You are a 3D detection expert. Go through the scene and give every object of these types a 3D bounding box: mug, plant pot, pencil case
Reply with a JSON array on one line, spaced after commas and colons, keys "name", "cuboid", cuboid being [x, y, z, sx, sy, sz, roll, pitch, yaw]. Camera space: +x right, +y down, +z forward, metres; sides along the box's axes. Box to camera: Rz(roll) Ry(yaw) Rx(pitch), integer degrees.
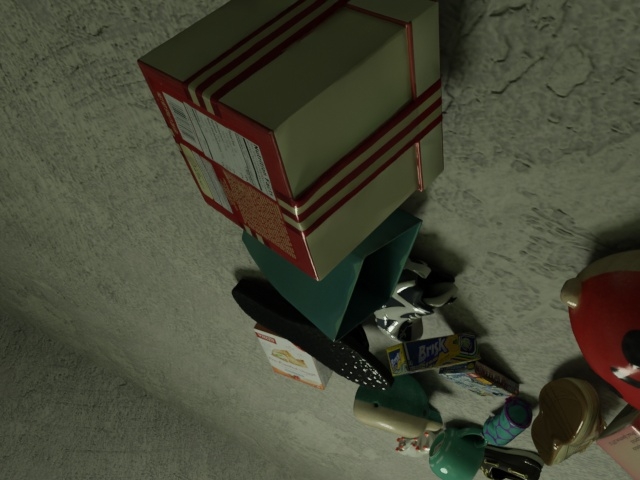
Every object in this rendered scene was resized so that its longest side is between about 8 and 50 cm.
[{"name": "mug", "cuboid": [0.337, 0.521, 1.425, 0.097, 0.158, 0.129, 32, 172, 3]}, {"name": "plant pot", "cuboid": [0.000, 0.000, 0.898, 0.234, 0.165, 0.166, 34, 127, 23]}, {"name": "pencil case", "cuboid": [0.400, 0.392, 1.234, 0.070, 0.064, 0.152, 61, 159, 28]}]

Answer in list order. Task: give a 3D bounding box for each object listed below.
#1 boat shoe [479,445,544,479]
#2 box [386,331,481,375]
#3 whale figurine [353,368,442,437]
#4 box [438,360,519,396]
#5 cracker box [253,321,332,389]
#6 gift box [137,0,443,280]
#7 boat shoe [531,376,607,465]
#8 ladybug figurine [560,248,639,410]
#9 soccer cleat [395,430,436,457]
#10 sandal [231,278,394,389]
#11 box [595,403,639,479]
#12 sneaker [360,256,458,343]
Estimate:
[{"name": "boat shoe", "cuboid": [0.442, 0.562, 1.429, 0.081, 0.069, 0.227, 44, 146, -20]}, {"name": "box", "cuboid": [0.210, 0.209, 1.058, 0.168, 0.054, 0.059, -3, 161, -28]}, {"name": "whale figurine", "cuboid": [0.194, 0.387, 1.366, 0.216, 0.141, 0.272, 5, 164, 35]}, {"name": "box", "cuboid": [0.320, 0.280, 1.153, 0.137, 0.027, 0.093, 31, 151, -27]}, {"name": "cracker box", "cuboid": [-0.065, 0.282, 1.463, 0.155, 0.067, 0.232, 14, 144, 24]}, {"name": "gift box", "cuboid": [-0.023, -0.163, 0.649, 0.276, 0.258, 0.255, 37, 156, 30]}, {"name": "boat shoe", "cuboid": [0.476, 0.335, 1.075, 0.098, 0.109, 0.302, -15, 140, -3]}, {"name": "ladybug figurine", "cuboid": [0.525, 0.160, 0.717, 0.448, 0.162, 0.305, 19, 147, 19]}, {"name": "soccer cleat", "cuboid": [0.279, 0.562, 1.578, 0.076, 0.068, 0.196, 21, 151, -13]}, {"name": "sandal", "cuboid": [-0.015, 0.178, 1.268, 0.445, 0.107, 0.168, 26, 151, 32]}, {"name": "box", "cuboid": [0.578, 0.344, 0.876, 0.232, 0.126, 0.149, 46, 161, 23]}, {"name": "sneaker", "cuboid": [0.176, 0.114, 1.005, 0.153, 0.094, 0.235, 12, 134, 41]}]
